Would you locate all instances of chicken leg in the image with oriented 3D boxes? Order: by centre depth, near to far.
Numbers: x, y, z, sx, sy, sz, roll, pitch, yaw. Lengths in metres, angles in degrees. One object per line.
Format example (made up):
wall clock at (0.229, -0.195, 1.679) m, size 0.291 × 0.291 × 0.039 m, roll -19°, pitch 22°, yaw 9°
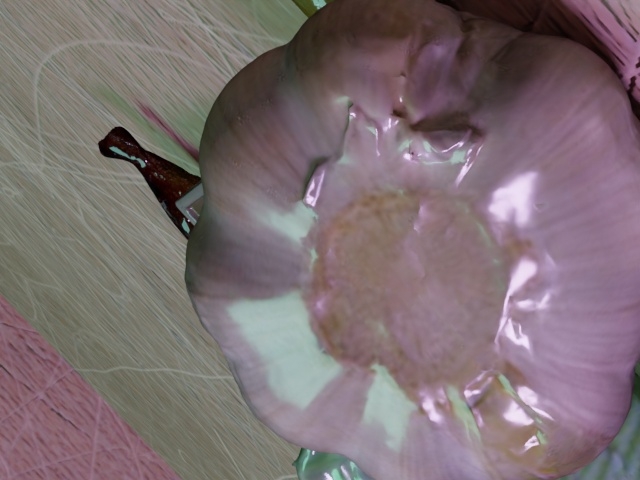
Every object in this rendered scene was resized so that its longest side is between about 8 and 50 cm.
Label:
chicken leg at (-0.066, -0.017, 1.361) m, size 0.219 × 0.048 × 0.089 m, roll 32°, pitch 156°, yaw 40°

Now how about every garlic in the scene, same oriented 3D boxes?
garlic at (0.048, 0.001, 0.870) m, size 0.228 × 0.228 × 0.152 m, roll 45°, pitch -154°, yaw 2°

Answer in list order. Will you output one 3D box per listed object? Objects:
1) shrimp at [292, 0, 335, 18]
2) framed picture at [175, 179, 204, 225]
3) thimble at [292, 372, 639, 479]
shrimp at (0.025, -0.119, 0.921) m, size 0.180 × 0.041 × 0.099 m, roll 49°, pitch 149°, yaw -8°
framed picture at (0.000, 0.000, 1.213) m, size 0.150 × 0.015 × 0.203 m, roll 47°, pitch 150°, yaw -6°
thimble at (0.085, 0.129, 1.062) m, size 0.219 × 0.150 × 0.219 m, roll 52°, pitch 152°, yaw 42°
